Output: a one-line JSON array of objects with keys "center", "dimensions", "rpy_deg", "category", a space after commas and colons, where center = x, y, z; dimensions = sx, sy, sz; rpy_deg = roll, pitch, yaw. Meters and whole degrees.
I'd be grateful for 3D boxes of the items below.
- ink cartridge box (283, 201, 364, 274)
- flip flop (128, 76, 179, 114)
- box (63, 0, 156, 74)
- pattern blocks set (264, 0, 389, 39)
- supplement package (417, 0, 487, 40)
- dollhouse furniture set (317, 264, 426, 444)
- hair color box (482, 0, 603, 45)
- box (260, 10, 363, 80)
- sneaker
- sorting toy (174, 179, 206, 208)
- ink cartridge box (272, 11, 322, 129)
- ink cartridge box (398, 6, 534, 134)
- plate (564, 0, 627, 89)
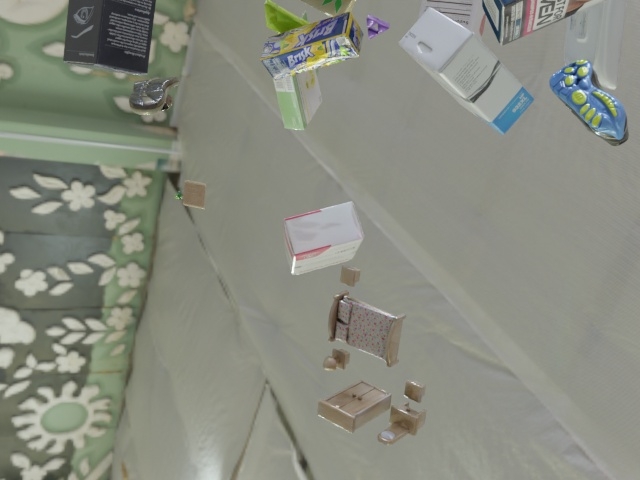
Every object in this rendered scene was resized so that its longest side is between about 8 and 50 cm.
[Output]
[{"center": [0.000, 0.000, 1.962], "dimensions": [0.283, 0.207, 0.117], "rpy_deg": [106, -31, -76], "category": "ink cartridge box"}, {"center": [-0.429, -0.366, 1.738], "dimensions": [0.277, 0.112, 0.080], "rpy_deg": [-98, -178, -60], "category": "flip flop"}, {"center": [-0.405, -0.431, 1.287], "dimensions": [0.153, 0.108, 0.207], "rpy_deg": [20, -76, 43], "category": "box"}, {"center": [-0.006, -0.450, 1.094], "dimensions": [0.285, 0.325, 0.026], "rpy_deg": [-40, -149, 41], "category": "pattern blocks set"}, {"center": [0.417, -0.706, 2.079], "dimensions": [0.175, 0.177, 0.292], "rpy_deg": [14, -85, 22], "category": "supplement package"}, {"center": [0.117, 0.281, 1.665], "dimensions": [0.303, 0.174, 0.355], "rpy_deg": [19, -68, 37], "category": "dollhouse furniture set"}, {"center": [0.477, -0.503, 1.223], "dimensions": [0.174, 0.347, 0.105], "rpy_deg": [28, 41, -74], "category": "hair color box"}, {"center": [-0.015, -0.330, 1.141], "dimensions": [0.169, 0.054, 0.059], "rpy_deg": [-8, -125, 28], "category": "box"}, {"center": [0.394, -0.201, 0.983], "dimensions": [0.067, 0.078, 0.188], "rpy_deg": [-31, -140, 17], "category": "sneaker"}, {"center": [-0.300, -0.109, 1.542], "dimensions": [0.083, 0.012, 0.062], "rpy_deg": [12, -71, 19], "category": "sorting toy"}, {"center": [-0.035, -0.385, 1.505], "dimensions": [0.171, 0.056, 0.235], "rpy_deg": [76, 30, -42], "category": "ink cartridge box"}, {"center": [0.382, -0.443, 1.757], "dimensions": [0.129, 0.307, 0.223], "rpy_deg": [-49, -140, 13], "category": "ink cartridge box"}, {"center": [0.616, -0.496, 1.527], "dimensions": [0.278, 0.045, 0.277], "rpy_deg": [-89, 177, -72], "category": "plate"}]
